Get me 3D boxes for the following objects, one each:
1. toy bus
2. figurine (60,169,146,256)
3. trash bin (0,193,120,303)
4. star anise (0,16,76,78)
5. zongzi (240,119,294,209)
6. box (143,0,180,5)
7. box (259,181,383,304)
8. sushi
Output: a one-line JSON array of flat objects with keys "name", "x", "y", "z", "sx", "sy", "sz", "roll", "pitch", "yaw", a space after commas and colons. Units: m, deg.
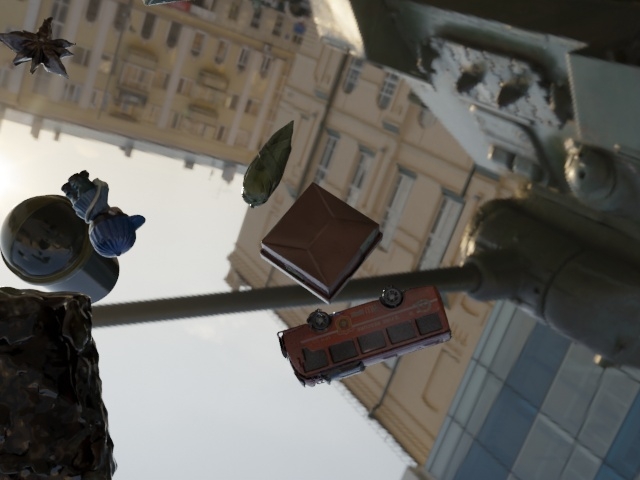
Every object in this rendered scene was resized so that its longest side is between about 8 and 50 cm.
[{"name": "toy bus", "x": 0.061, "y": 0.130, "z": 0.988, "sx": 0.073, "sy": 0.234, "sz": 0.097, "roll": 64, "pitch": -173, "yaw": -66}, {"name": "figurine", "x": -0.325, "y": -0.038, "z": 1.044, "sx": 0.136, "sy": 0.077, "sz": 0.079, "roll": 45, "pitch": -155, "yaw": -8}, {"name": "trash bin", "x": -0.610, "y": 0.023, "z": 1.668, "sx": 0.214, "sy": 0.214, "sz": 0.334, "roll": 24, "pitch": 159, "yaw": 16}, {"name": "star anise", "x": -0.480, "y": -0.328, "z": 1.244, "sx": 0.124, "sy": 0.056, "sz": 0.129, "roll": -34, "pitch": -99, "yaw": -37}, {"name": "zongzi", "x": -0.079, "y": -0.117, "z": 1.097, "sx": 0.055, "sy": 0.119, "sz": 0.109, "roll": 27, "pitch": -140, "yaw": -6}, {"name": "box", "x": -0.156, "y": -0.411, "z": 0.975, "sx": 0.269, "sy": 0.079, "sz": 0.135, "roll": -28, "pitch": -93, "yaw": -47}, {"name": "box", "x": 0.000, "y": 0.000, "z": 1.657, "sx": 0.215, "sy": 0.215, "sz": 0.086, "roll": 34, "pitch": 160, "yaw": 18}, {"name": "sushi", "x": -0.423, "y": 0.212, "z": 0.902, "sx": 0.299, "sy": 0.295, "sz": 0.281, "roll": -12, "pitch": 175, "yaw": -19}]
